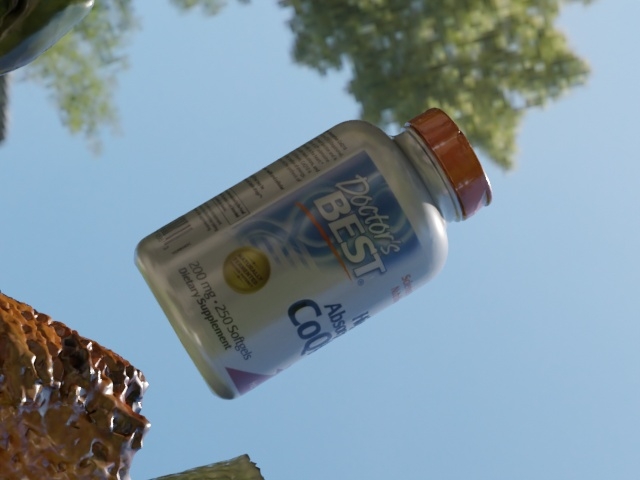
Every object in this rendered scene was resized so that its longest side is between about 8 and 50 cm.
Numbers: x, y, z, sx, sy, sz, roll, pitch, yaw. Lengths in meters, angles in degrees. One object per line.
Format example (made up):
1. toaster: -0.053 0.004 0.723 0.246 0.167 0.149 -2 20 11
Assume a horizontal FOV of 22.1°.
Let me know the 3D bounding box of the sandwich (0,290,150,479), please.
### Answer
1. sandwich: -0.252 0.090 1.078 0.162 0.301 0.250 -56 -177 -11

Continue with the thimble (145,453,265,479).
1. thimble: -0.105 0.340 1.520 0.150 0.271 0.271 -12 -149 -13

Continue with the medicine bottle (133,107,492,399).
1. medicine bottle: 0.000 0.000 1.381 0.288 0.157 0.157 -31 -146 -5

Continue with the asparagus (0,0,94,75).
1. asparagus: -0.132 -0.091 0.608 0.287 0.080 0.080 -32 -145 -17
